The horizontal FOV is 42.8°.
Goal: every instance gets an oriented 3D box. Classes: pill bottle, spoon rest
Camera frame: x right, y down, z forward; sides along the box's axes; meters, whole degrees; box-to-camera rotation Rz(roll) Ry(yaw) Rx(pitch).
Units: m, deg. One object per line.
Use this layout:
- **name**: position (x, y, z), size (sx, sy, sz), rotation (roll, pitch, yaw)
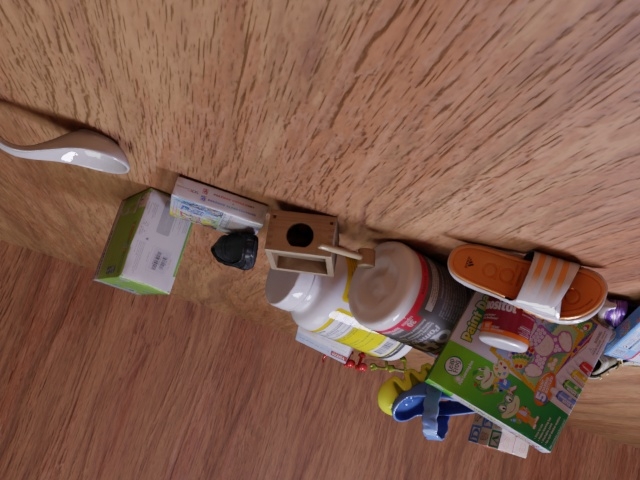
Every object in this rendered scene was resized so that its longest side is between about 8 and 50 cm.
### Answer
- **pill bottle**: position (0.223, 0.135, 1.616), size (0.318, 0.176, 0.176), rotation (26, 165, -35)
- **pill bottle**: position (0.332, 0.109, 1.409), size (0.086, 0.152, 0.086), rotation (17, 167, 4)
- **spoon rest**: position (-0.476, -0.172, 1.463), size (0.276, 0.084, 0.137), rotation (21, 167, -12)
- **pill bottle**: position (0.054, 0.130, 1.801), size (0.333, 0.188, 0.188), rotation (25, 166, -28)

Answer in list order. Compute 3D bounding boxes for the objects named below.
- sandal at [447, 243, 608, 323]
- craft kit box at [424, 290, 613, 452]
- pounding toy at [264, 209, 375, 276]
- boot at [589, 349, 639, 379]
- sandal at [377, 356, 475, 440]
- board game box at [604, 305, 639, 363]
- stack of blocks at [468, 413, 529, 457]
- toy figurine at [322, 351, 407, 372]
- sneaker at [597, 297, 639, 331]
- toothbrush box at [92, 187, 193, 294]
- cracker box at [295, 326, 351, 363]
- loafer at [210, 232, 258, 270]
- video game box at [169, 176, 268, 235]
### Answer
- **sandal**: position (0.328, 0.063, 1.334), size (0.265, 0.102, 0.076), rotation (15, 169, 23)
- **craft kit box**: position (0.353, 0.205, 1.458), size (0.246, 0.250, 0.061), rotation (29, 168, 9)
- **pounding toy**: position (0.005, -0.002, 1.539), size (0.205, 0.094, 0.181), rotation (7, 161, 6)
- **boot**: position (0.587, 0.222, 1.577), size (0.213, 0.077, 0.165), rotation (7, -166, 44)
- **sandal**: position (0.270, 0.266, 1.525), size (0.126, 0.317, 0.138), rotation (53, -178, -46)
- **board game box**: position (0.631, 0.179, 1.424), size (0.211, 0.039, 0.160), rotation (16, 146, -1)
- **stack of blocks**: position (0.480, 0.369, 1.997), size (0.087, 0.297, 0.171), rotation (22, 168, -20)
- **toy figurine**: position (0.072, 0.238, 2.274), size (0.217, 0.191, 0.362), rotation (33, 160, -37)
- **sneaker**: position (0.568, 0.153, 1.484), size (0.169, 0.068, 0.071), rotation (28, 158, -38)
- **toothbrush box**: position (-0.404, 0.010, 1.865), size (0.122, 0.206, 0.283), rotation (23, 166, -25)
- **cracker box**: position (0.029, 0.207, 2.153), size (0.155, 0.067, 0.232), rotation (25, 137, 10)
- **loafer**: position (-0.180, 0.022, 1.700), size (0.078, 0.076, 0.223), rotation (11, 174, -17)
- **video game box**: position (-0.212, -0.060, 1.664), size (0.187, 0.048, 0.205), rotation (16, 168, -9)
